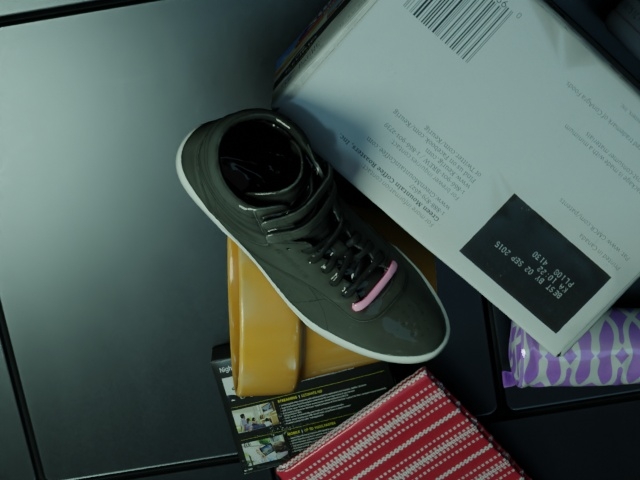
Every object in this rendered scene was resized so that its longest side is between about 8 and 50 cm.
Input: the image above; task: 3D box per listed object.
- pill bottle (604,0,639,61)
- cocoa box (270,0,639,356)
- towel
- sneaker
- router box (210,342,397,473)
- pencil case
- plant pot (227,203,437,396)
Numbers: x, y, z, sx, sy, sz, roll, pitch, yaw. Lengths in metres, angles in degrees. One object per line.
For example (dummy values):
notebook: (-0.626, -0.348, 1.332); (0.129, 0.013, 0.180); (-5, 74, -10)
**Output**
pill bottle: (0.411, -0.250, 1.401); (0.161, 0.161, 0.283); (39, 104, -13)
cocoa box: (0.154, -0.113, 1.409); (0.347, 0.228, 0.231); (40, 104, -12)
towel: (0.110, 0.269, 1.615); (0.199, 0.031, 0.275); (-37, 118, 11)
sneaker: (-0.001, 0.000, 1.307); (0.295, 0.147, 0.104); (42, 79, -3)
router box: (-0.011, 0.156, 1.596); (0.178, 0.046, 0.133); (-14, 108, 4)
pencil case: (0.293, 0.112, 1.570); (0.206, 0.086, 0.088); (3, 136, 0)
plant pot: (0.009, 0.045, 1.481); (0.187, 0.205, 0.205); (-1, 109, -6)
